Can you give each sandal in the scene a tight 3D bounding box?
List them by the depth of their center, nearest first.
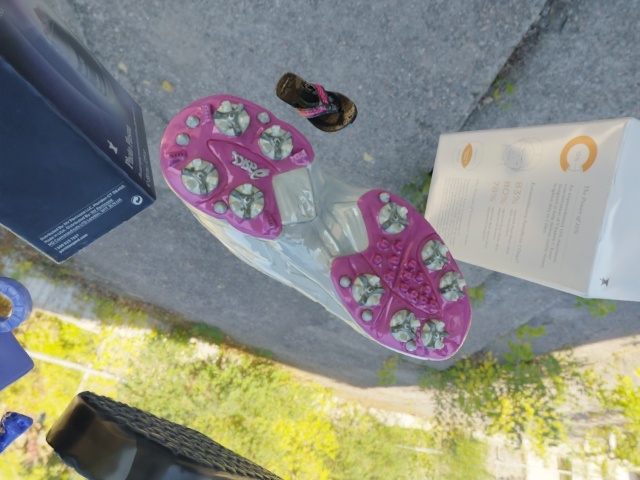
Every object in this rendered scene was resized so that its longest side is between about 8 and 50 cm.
[{"bbox_3d":[-0.109,0.277,0.473,0.168,0.107,0.445,14,153,34],"label":"sandal"},{"bbox_3d":[-0.017,-0.232,0.762,0.179,0.067,0.040,35,-168,27],"label":"sandal"}]

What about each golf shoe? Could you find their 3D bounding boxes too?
[{"bbox_3d":[0.000,0.000,0.413,0.306,0.115,0.140,38,161,-11],"label":"golf shoe"}]

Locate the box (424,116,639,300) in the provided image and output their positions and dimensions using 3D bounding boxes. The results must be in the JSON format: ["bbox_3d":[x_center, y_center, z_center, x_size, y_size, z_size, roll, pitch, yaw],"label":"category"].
[{"bbox_3d":[0.336,-0.053,0.709,0.168,0.214,0.345,7,-173,-24],"label":"box"}]

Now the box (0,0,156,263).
[{"bbox_3d":[-0.398,-0.182,0.624,0.183,0.296,0.294,-32,137,4],"label":"box"}]

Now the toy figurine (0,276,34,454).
[{"bbox_3d":[-0.278,0.112,0.284,0.362,0.217,0.191,61,173,-6],"label":"toy figurine"}]
